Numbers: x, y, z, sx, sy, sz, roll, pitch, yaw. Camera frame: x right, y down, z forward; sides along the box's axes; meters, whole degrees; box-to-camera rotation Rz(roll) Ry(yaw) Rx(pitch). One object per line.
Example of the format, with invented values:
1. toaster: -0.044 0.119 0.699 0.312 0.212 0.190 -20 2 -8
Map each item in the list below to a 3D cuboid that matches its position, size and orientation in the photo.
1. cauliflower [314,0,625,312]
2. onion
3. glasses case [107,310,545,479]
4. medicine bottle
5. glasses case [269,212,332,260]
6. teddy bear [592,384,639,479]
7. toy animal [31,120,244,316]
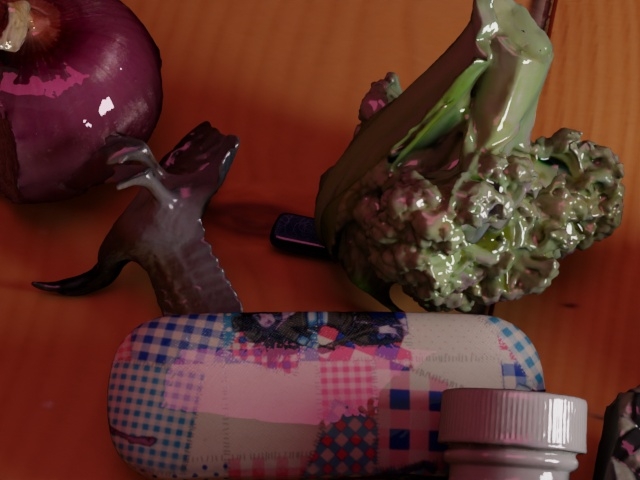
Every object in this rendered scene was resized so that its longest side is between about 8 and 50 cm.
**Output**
1. cauliflower: 0.115 -0.077 1.069 0.239 0.315 0.256 29 32 20
2. onion: -0.227 -0.139 1.176 0.200 0.200 0.207 -40 34 -26
3. glasses case: 0.007 0.118 1.031 0.328 0.076 0.125 0 71 -6
4. medicine bottle: 0.128 0.188 0.946 0.105 0.105 0.168 4 81 1
5. glasses case: 0.000 0.000 1.165 0.083 0.023 0.033 12 49 5
6. teddy bear: 0.303 0.164 0.978 0.251 0.144 0.171 1 53 -1
7. toy animal: -0.141 -0.017 1.111 0.197 0.160 0.272 -8 47 -5
